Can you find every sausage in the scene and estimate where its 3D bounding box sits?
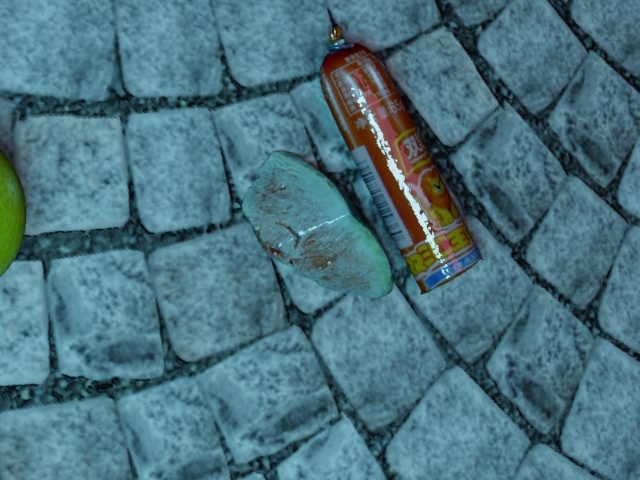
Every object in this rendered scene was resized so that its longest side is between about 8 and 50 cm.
[{"bbox_3d":[0.070,-0.084,1.392,0.074,0.074,0.274,-29,94,-26],"label":"sausage"}]

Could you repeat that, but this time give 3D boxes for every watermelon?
[{"bbox_3d":[0.008,-0.005,1.365,0.180,0.081,0.094,33,95,-12],"label":"watermelon"}]

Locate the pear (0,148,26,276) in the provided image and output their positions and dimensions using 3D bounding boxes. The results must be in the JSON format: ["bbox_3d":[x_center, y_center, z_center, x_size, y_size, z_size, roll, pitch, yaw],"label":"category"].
[{"bbox_3d":[-0.331,-0.043,1.159,0.180,0.166,0.216,10,55,-11],"label":"pear"}]
